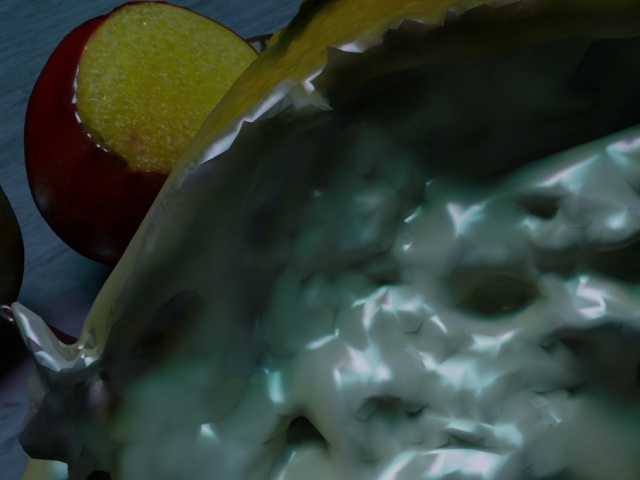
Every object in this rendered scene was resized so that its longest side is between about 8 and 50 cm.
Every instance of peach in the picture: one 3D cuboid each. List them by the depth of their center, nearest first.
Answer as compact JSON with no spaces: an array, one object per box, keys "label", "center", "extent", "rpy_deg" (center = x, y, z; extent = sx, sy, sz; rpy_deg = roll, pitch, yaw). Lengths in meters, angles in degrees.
[{"label":"peach","center":[-0.114,-0.073,0.859],"extent":[0.190,0.190,0.192],"rpy_deg":[-24,3,-10]}]

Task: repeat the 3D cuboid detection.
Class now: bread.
[{"label":"bread","center":[0.088,-0.015,0.496],"extent":[0.361,0.250,0.394],"rpy_deg":[-5,26,8]}]

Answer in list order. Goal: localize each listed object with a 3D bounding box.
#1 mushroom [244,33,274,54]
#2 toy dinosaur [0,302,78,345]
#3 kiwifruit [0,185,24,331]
[{"label":"mushroom","center":[-0.075,-0.141,1.080],"extent":[0.127,0.087,0.127],"rpy_deg":[-14,30,8]},{"label":"toy dinosaur","center":[-0.008,-0.001,0.731],"extent":[0.327,0.113,0.206],"rpy_deg":[-15,29,11]},{"label":"kiwifruit","center":[-0.304,0.022,0.803],"extent":[0.234,0.196,0.196],"rpy_deg":[-29,27,-29]}]
